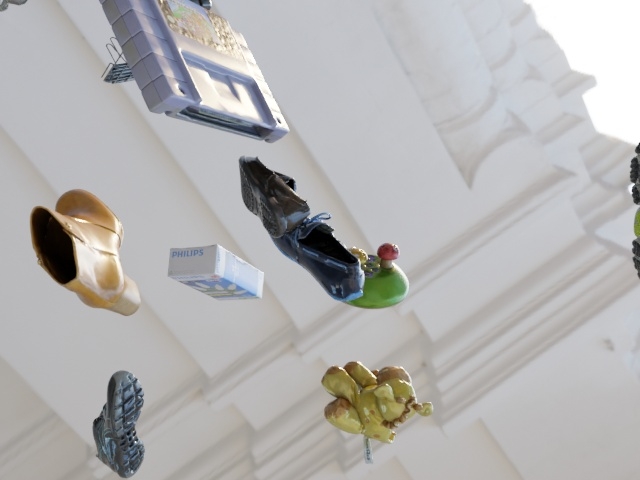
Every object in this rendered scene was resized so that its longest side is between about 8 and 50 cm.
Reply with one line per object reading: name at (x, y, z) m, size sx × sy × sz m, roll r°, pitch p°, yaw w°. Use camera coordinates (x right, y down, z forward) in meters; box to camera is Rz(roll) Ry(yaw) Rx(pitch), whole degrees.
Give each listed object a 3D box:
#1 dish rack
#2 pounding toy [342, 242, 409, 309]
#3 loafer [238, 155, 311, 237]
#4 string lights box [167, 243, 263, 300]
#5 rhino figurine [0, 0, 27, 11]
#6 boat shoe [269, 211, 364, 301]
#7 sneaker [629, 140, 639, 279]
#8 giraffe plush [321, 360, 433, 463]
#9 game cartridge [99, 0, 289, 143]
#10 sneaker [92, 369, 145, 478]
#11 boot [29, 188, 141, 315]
dish rack at (-0.371, -0.450, 1.588) m, size 0.271 × 0.074 × 0.208 m, roll -39°, pitch 172°, yaw 40°
pounding toy at (0.093, 0.048, 1.628) m, size 0.183 × 0.110 × 0.237 m, roll -20°, pitch -143°, yaw -37°
loafer at (-0.078, -0.076, 1.199) m, size 0.078 × 0.080 × 0.220 m, roll -14°, pitch -142°, yaw -18°
string lights box at (-0.258, 0.085, 1.825) m, size 0.133 × 0.259 × 0.077 m, roll -5°, pitch -109°, yaw 21°
rhino figurine at (-0.423, -0.313, 0.849) m, size 0.106 × 0.073 × 0.243 m, roll 14°, pitch -170°, yaw 3°
boat shoe at (0.000, 0.000, 1.277) m, size 0.109 × 0.089 × 0.258 m, roll -24°, pitch -134°, yaw -34°
sneaker at (0.515, -0.057, 1.026) m, size 0.118 × 0.279 × 0.107 m, roll -14°, pitch -151°, yaw -14°
giraffe plush at (0.122, 0.321, 1.457) m, size 0.181 × 0.210 × 0.170 m, roll -2°, pitch 151°, yaw -40°
game cartridge at (-0.190, -0.285, 1.162) m, size 0.068 × 0.230 × 0.355 m, roll -26°, pitch 169°, yaw 22°
sneaker at (-0.448, 0.394, 1.561) m, size 0.106 × 0.268 × 0.101 m, roll 16°, pitch -155°, yaw 22°
boot at (-0.401, -0.016, 1.173) m, size 0.104 × 0.211 × 0.295 m, roll -35°, pitch -117°, yaw -2°
